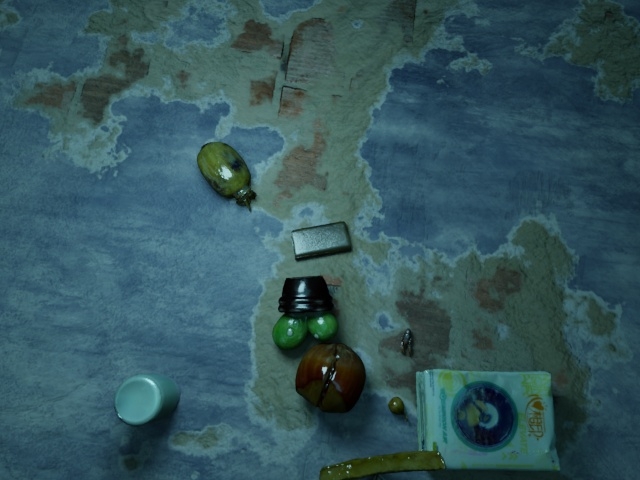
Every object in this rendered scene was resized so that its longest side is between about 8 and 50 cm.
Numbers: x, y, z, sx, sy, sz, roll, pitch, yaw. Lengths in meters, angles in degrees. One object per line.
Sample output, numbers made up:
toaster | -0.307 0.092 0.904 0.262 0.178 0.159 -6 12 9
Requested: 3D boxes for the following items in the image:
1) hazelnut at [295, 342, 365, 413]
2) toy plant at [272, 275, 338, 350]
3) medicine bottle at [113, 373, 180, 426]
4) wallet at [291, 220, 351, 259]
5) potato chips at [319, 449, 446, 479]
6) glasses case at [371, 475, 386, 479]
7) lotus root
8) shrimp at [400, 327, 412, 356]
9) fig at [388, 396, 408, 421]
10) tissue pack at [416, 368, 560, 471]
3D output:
hazelnut | 0.032 0.413 1.437 0.212 0.181 0.181 18 95 14
toy plant | -0.053 0.232 1.492 0.217 0.175 0.235 -5 85 16
medicine bottle | -0.506 0.468 1.387 0.139 0.225 0.139 0 75 0
wallet | 0.000 0.000 1.623 0.197 0.031 0.110 -11 75 -3
potato chips | 0.180 0.661 1.370 0.406 0.080 0.057 -21 66 26
glasses case | 0.130 0.856 1.363 0.128 0.083 0.308 32 77 8
lotus root | -0.319 -0.226 1.627 0.154 0.154 0.278 -34 83 -9
shrimp | 0.280 0.336 1.537 0.038 0.029 0.093 -1 79 -2
fig | 0.249 0.535 1.474 0.050 0.050 0.083 -37 88 -10
tissue pack | 0.495 0.539 1.417 0.387 0.162 0.288 1 78 0
